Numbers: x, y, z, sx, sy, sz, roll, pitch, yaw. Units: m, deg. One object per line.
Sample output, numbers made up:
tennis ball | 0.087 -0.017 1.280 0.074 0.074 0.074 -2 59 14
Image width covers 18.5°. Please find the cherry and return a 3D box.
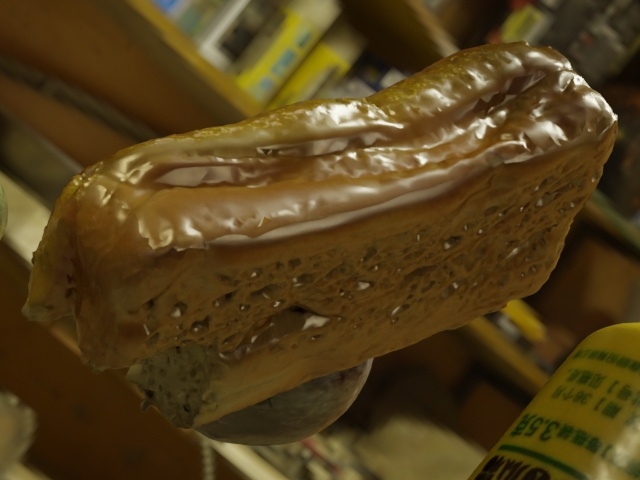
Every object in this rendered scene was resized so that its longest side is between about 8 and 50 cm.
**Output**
cherry | -0.041 0.070 1.587 0.195 0.195 0.195 38 -5 4

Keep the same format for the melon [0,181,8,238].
melon | -0.287 -0.032 1.439 0.130 0.098 0.098 24 6 -39

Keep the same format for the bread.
bread | 0.000 0.000 1.086 0.380 0.185 0.109 -19 56 -41

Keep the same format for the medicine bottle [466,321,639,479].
medicine bottle | 0.064 0.139 0.713 0.095 0.260 0.064 23 -26 45
